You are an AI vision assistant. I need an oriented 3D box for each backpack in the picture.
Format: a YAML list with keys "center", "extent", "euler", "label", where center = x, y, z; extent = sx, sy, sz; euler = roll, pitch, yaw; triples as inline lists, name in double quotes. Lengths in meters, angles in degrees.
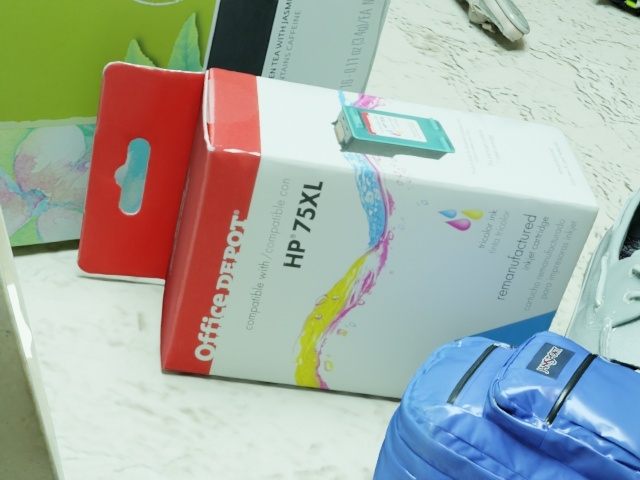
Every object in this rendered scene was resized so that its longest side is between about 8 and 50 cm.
- center: [0.091, 0.091, 0.554]
  extent: [0.120, 0.101, 0.098]
  euler: [24, 27, 20]
  label: "backpack"

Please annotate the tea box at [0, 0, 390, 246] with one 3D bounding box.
- center: [-0.181, -0.177, 0.726]
  extent: [0.324, 0.220, 0.329]
  euler: [-9, 41, -32]
  label: "tea box"

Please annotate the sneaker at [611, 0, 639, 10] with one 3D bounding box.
- center: [0.302, -0.229, 1.155]
  extent: [0.097, 0.084, 0.234]
  euler: [-21, 41, -9]
  label: "sneaker"

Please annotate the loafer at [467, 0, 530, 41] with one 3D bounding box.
- center: [0.140, -0.199, 1.064]
  extent: [0.045, 0.039, 0.125]
  euler: [35, 23, -36]
  label: "loafer"

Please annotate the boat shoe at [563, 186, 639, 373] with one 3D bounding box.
- center: [0.177, 0.036, 0.684]
  extent: [0.079, 0.081, 0.227]
  euler: [18, 33, 4]
  label: "boat shoe"

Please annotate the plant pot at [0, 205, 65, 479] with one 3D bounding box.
- center: [-0.249, 0.011, 0.431]
  extent: [0.274, 0.256, 0.256]
  euler: [-13, 40, -13]
  label: "plant pot"

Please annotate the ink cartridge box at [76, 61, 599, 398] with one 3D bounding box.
- center: [0.000, 0.000, 0.618]
  extent: [0.231, 0.134, 0.078]
  euler: [8, 34, -11]
  label: "ink cartridge box"
